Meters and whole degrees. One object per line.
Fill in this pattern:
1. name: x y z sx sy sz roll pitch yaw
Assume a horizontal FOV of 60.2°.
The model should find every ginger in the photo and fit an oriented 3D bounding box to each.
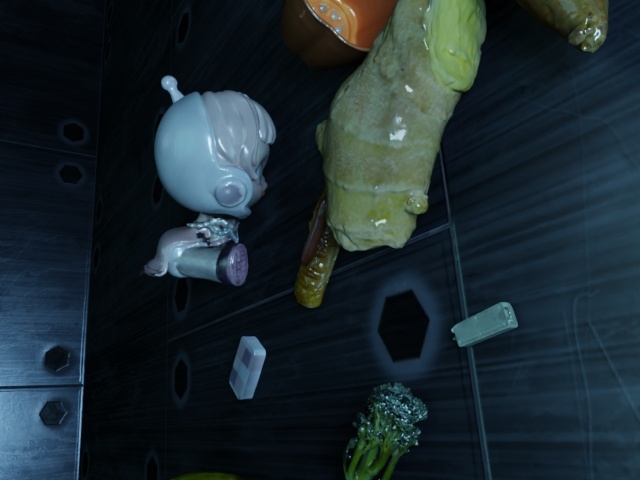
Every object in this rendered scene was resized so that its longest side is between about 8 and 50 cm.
1. ginger: 0.090 -0.151 0.650 0.190 0.126 0.354 43 116 36

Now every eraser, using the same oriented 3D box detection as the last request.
1. eraser: -0.134 0.232 1.009 0.065 0.026 0.105 39 116 50

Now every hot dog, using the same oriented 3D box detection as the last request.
1. hot dog: 0.000 0.000 0.832 0.066 0.047 0.215 44 120 54

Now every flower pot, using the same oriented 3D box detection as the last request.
1. flower pot: 0.027 -0.319 0.746 0.173 0.191 0.190 174 102 -67

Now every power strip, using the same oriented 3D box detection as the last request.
1. power strip: 0.170 0.090 0.579 0.083 0.017 0.027 -39 51 46

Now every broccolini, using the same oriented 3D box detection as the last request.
1. broccolini: 0.025 0.331 0.724 0.079 0.074 0.392 32 119 10

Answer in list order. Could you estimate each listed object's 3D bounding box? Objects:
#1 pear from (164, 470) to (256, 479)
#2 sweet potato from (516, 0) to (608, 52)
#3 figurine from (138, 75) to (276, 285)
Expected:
1. pear: -0.098 0.440 0.573 0.413 0.352 0.352 39 125 8
2. sweet potato: 0.204 -0.316 0.515 0.131 0.131 0.336 -44 50 44
3. figurine: -0.202 -0.101 1.009 0.253 0.211 0.361 25 106 56
